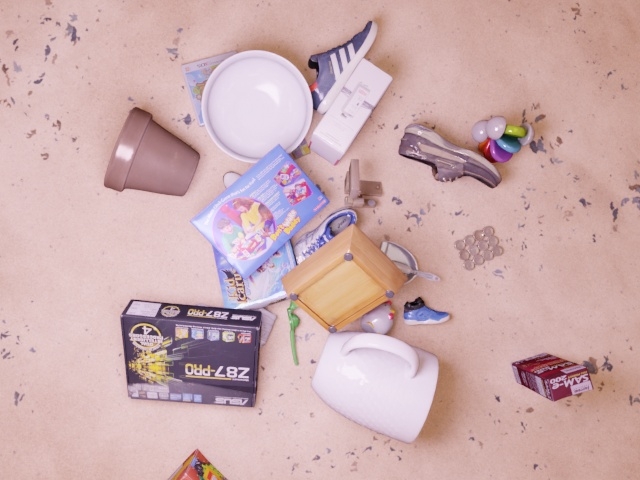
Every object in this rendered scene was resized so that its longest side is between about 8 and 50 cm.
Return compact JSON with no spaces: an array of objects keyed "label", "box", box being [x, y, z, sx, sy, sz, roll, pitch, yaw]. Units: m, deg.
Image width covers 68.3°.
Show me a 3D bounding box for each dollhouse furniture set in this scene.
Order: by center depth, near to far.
[{"label":"dollhouse furniture set","box":[0.147,-0.173,1.490,0.123,0.151,0.144,4,60,-4]}]

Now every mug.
[{"label":"mug","box":[0.158,0.388,1.390,0.328,0.374,0.276,20,50,4]}]

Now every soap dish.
[{"label":"soap dish","box":[0.060,0.120,1.319,0.291,0.118,0.229,-38,109,27]}]

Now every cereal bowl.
[{"label":"cereal bowl","box":[-0.199,-0.415,1.491,0.339,0.141,0.339,-2,103,-9]}]

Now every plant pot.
[{"label":"plant pot","box":[-0.506,-0.243,1.453,0.229,0.263,0.263,22,86,-21]}]

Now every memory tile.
[{"label":"memory tile","box":[0.534,0.025,1.598,0.148,0.012,0.113,-25,89,-4]}]

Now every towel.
[{"label":"towel","box":[-0.073,-0.318,1.578,0.060,0.009,0.083,-22,89,-3]}]

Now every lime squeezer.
[{"label":"lime squeezer","box":[-0.064,0.245,1.540,0.110,0.059,0.310,27,84,-32]}]

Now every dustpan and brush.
[{"label":"dustpan and brush","box":[0.288,0.097,1.555,0.211,0.060,0.147,18,86,-2]}]

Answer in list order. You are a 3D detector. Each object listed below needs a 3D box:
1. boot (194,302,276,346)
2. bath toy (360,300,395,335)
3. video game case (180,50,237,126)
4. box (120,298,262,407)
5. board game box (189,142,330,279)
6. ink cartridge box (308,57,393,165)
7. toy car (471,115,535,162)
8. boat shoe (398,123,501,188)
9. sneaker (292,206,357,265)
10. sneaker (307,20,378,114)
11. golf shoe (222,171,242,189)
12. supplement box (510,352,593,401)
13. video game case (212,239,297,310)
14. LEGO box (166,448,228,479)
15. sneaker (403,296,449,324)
[{"label":"boot","box":[-0.271,0.232,1.511,0.258,0.095,0.123,28,76,-6]},{"label":"bath toy","box":[0.129,0.154,1.476,0.129,0.151,0.348,-50,116,-26]},{"label":"video game case","box":[-0.340,-0.504,1.564,0.193,0.023,0.212,-17,89,-4]},{"label":"box","box":[-0.382,0.345,1.423,0.395,0.097,0.318,6,118,-3]},{"label":"board game box","box":[-0.178,-0.085,1.408,0.347,0.078,0.233,-43,98,-9]},{"label":"ink cartridge box","box":[0.090,-0.398,1.494,0.117,0.207,0.283,33,85,-3]},{"label":"toy car","box":[0.587,-0.320,1.537,0.159,0.182,0.136,10,91,-18]},{"label":"boat shoe","box":[0.417,-0.252,1.559,0.355,0.132,0.130,30,96,7]},{"label":"sneaker","box":[0.000,0.000,1.509,0.112,0.131,0.296,42,87,-3]},{"label":"sneaker","box":[0.051,-0.592,1.538,0.148,0.131,0.350,34,86,-6]},{"label":"golf shoe","box":[-0.244,-0.147,1.520,0.077,0.094,0.198,-40,89,-3]},{"label":"supplement box","box":[0.715,0.422,1.476,0.130,0.239,0.073,-16,88,-4]},{"label":"video game case","box":[-0.200,0.074,1.479,0.244,0.061,0.269,-17,69,1]},{"label":"LEGO box","box":[-0.428,0.963,1.405,0.372,0.193,0.500,44,86,-1]},{"label":"sneaker","box":[0.349,0.228,1.554,0.152,0.058,0.085,-5,96,3]}]
